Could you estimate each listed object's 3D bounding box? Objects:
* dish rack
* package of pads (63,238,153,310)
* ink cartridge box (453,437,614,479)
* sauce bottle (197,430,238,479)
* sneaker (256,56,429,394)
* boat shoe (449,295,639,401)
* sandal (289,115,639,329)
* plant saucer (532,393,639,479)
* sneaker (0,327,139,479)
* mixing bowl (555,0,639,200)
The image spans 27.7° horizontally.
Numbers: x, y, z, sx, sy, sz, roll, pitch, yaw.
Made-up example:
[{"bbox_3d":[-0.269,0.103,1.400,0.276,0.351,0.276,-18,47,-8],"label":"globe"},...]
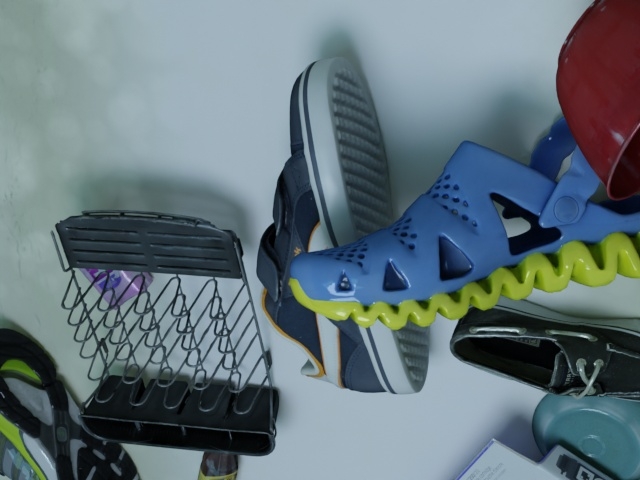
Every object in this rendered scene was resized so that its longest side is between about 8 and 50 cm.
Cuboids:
[{"bbox_3d":[-0.152,0.089,1.256,0.208,0.074,0.271,2,131,14],"label":"dish rack"},{"bbox_3d":[-0.211,0.025,1.300,0.050,0.032,0.083,-32,102,31],"label":"package of pads"},{"bbox_3d":[0.210,0.282,1.242,0.208,0.045,0.206,32,134,0],"label":"ink cartridge box"},{"bbox_3d":[-0.109,0.244,1.376,0.042,0.042,0.128,20,126,12],"label":"sauce bottle"},{"bbox_3d":[0.000,0.000,1.135,0.128,0.126,0.321,-3,117,23],"label":"sneaker"},{"bbox_3d":[0.221,0.108,1.133,0.219,0.070,0.077,12,122,17],"label":"boat shoe"},{"bbox_3d":[0.124,-0.016,1.026,0.318,0.126,0.138,-14,101,-15],"label":"sandal"},{"bbox_3d":[0.251,0.185,1.195,0.119,0.021,0.119,11,122,18],"label":"plant saucer"},{"bbox_3d":[-0.305,0.236,1.433,0.121,0.111,0.300,-22,102,43],"label":"sneaker"},{"bbox_3d":[0.237,-0.128,0.945,0.098,0.181,0.181,44,129,22],"label":"mixing bowl"}]
